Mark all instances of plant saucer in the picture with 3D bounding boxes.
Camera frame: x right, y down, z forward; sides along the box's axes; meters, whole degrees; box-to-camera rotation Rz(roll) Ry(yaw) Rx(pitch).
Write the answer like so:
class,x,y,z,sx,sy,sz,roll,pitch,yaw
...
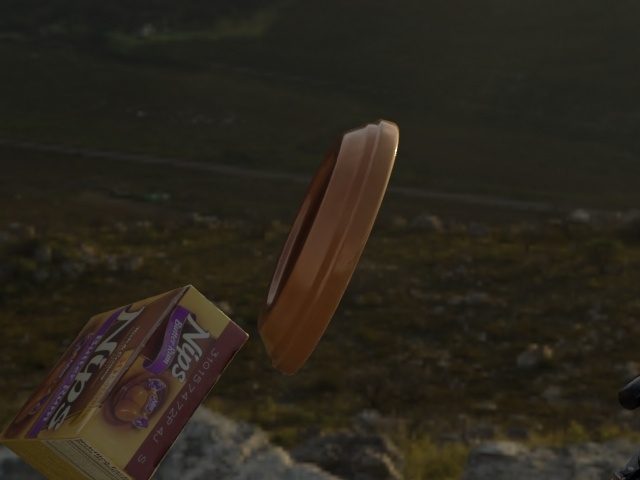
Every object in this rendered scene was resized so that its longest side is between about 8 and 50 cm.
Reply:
class,x,y,z,sx,sy,sz,roll,pitch,yaw
plant saucer,0.000,0.000,0.924,0.037,0.200,0.200,23,17,-6

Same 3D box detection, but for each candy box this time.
class,x,y,z,sx,sy,sz,roll,pitch,yaw
candy box,-0.127,0.092,0.779,0.109,0.053,0.186,-55,18,-24

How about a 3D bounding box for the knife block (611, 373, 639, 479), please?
class,x,y,z,sx,sy,sz,roll,pitch,yaw
knife block,0.341,0.103,1.027,0.088,0.276,0.242,20,-14,38
